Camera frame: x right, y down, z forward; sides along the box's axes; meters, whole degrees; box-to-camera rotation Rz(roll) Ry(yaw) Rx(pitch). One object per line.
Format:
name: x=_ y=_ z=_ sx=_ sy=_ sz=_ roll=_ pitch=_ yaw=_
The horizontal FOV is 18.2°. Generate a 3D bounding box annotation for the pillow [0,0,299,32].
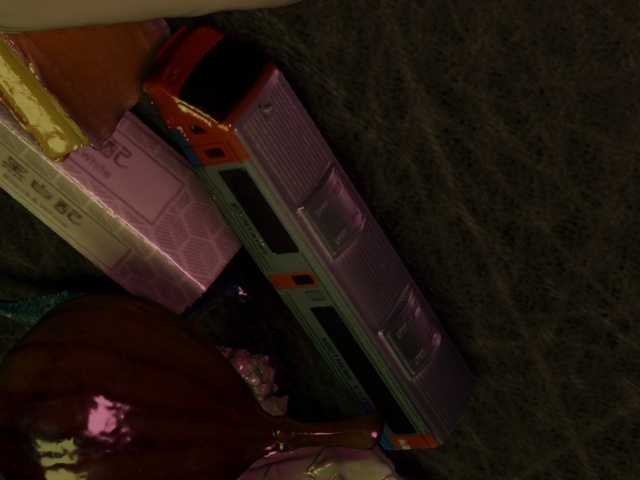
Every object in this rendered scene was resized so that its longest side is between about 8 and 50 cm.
pillow: x=-0.115 y=-0.265 z=1.321 sx=0.255 sy=0.120 sz=0.322 roll=-8 pitch=143 yaw=-11

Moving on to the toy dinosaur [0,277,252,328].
toy dinosaur: x=-0.207 y=0.089 z=1.915 sx=0.363 sy=0.076 sz=0.147 roll=3 pitch=125 yaw=30

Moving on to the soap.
soap: x=-0.221 y=-0.187 z=1.547 sx=0.076 sy=0.135 sz=0.233 roll=-11 pitch=124 yaw=46

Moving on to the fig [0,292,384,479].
fig: x=-0.107 y=0.144 z=1.671 sx=0.321 sy=0.217 sz=0.217 roll=-1 pitch=137 yaw=5

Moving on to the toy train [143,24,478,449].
toy train: x=0.000 y=0.000 z=1.626 sx=0.089 sy=0.086 sz=0.409 roll=-5 pitch=129 yaw=41

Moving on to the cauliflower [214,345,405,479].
cauliflower: x=-0.040 y=0.228 z=1.865 sx=0.315 sy=0.239 sz=0.256 roll=-8 pitch=157 yaw=-2

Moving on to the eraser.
eraser: x=-0.242 y=-0.098 z=1.701 sx=0.404 sy=0.096 sz=0.098 roll=40 pitch=147 yaw=-8
